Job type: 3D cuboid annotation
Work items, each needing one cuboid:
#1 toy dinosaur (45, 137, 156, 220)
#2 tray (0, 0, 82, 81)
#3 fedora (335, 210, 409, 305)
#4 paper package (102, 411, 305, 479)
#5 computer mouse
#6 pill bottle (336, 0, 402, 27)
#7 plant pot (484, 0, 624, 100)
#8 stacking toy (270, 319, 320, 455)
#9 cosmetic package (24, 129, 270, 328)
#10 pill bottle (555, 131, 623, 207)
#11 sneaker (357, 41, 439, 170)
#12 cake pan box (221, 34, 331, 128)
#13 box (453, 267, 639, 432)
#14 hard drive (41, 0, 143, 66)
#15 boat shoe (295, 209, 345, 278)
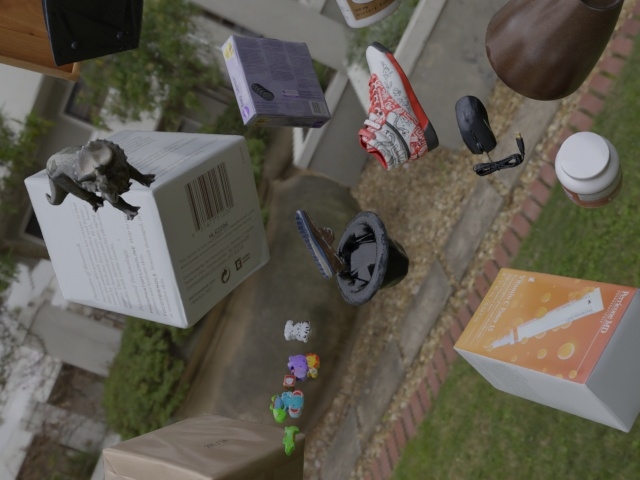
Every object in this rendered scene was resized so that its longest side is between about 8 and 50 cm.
[{"bbox_3d":[-0.392,-0.114,1.343,0.313,0.160,0.121,11,65,44],"label":"toy dinosaur"},{"bbox_3d":[-0.625,-0.436,1.414,0.076,0.411,0.202,-142,65,-71],"label":"tray"},{"bbox_3d":[0.177,0.063,2.501,0.334,0.152,0.334,-35,50,57],"label":"fedora"},{"bbox_3d":[-0.235,0.493,1.635,0.325,0.309,0.168,-6,-81,-57],"label":"paper package"},{"bbox_3d":[0.512,-0.319,2.386,0.184,0.262,0.060,-8,21,34],"label":"computer mouse"},{"bbox_3d":[0.070,-0.574,1.643,0.131,0.229,0.131,-22,33,15],"label":"pill bottle"},{"bbox_3d":[0.438,-0.397,1.406,0.230,0.215,0.215,123,167,-71],"label":"plant pot"},{"bbox_3d":[-0.046,0.285,1.536,0.167,0.052,0.221,78,-162,-52],"label":"stacking toy"},{"bbox_3d":[-0.384,-0.045,1.808,0.329,0.394,0.327,-41,-50,-46],"label":"cosmetic package"},{"bbox_3d":[0.535,-0.143,1.571,0.216,0.121,0.121,24,-91,-64],"label":"pill bottle"},{"bbox_3d":[0.130,-0.285,1.697,0.145,0.270,0.090,-30,0,-5],"label":"sneaker"},{"bbox_3d":[-0.112,-0.422,2.106,0.070,0.267,0.245,-34,69,48],"label":"cake pan box"},{"bbox_3d":[0.471,0.201,1.546,0.215,0.168,0.345,-55,28,-16],"label":"box"},{"bbox_3d":[-0.368,-0.414,1.259,0.172,0.054,0.254,-24,-36,-33],"label":"hard drive"},{"bbox_3d":[0.000,0.000,1.922,0.066,0.183,0.066,-28,11,-15],"label":"boat shoe"}]
